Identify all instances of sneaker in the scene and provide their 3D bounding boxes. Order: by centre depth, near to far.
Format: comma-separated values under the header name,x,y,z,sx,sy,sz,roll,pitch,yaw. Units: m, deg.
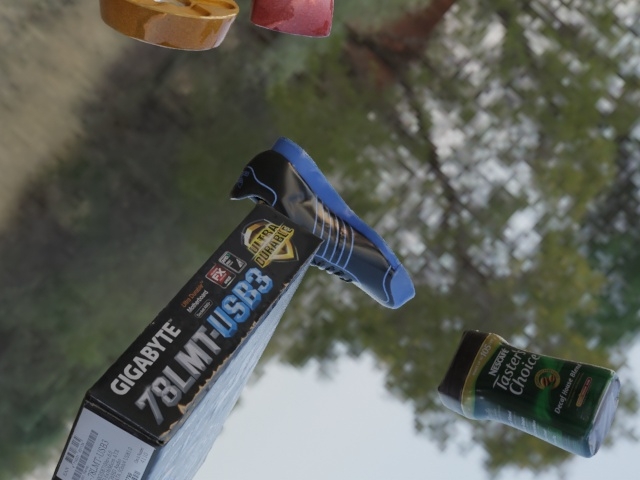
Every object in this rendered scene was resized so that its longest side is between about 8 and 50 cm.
name,x,y,z,sx,sy,sz,roll,pitch,yaw
sneaker,0.000,0.000,1.742,0.090,0.232,0.081,-44,-170,-13

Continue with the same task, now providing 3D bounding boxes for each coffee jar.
name,x,y,z,sx,sy,sz,roll,pitch,yaw
coffee jar,0.224,0.163,1.757,0.096,0.184,0.079,-63,154,-23

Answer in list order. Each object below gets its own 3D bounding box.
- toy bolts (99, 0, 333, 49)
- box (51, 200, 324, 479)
name,x,y,z,sx,sy,sz,roll,pitch,yaw
toy bolts,-0.070,-0.242,1.185,0.218,0.228,0.158,-128,-132,-57
box,-0.129,0.153,1.265,0.293,0.073,0.295,-61,175,37
